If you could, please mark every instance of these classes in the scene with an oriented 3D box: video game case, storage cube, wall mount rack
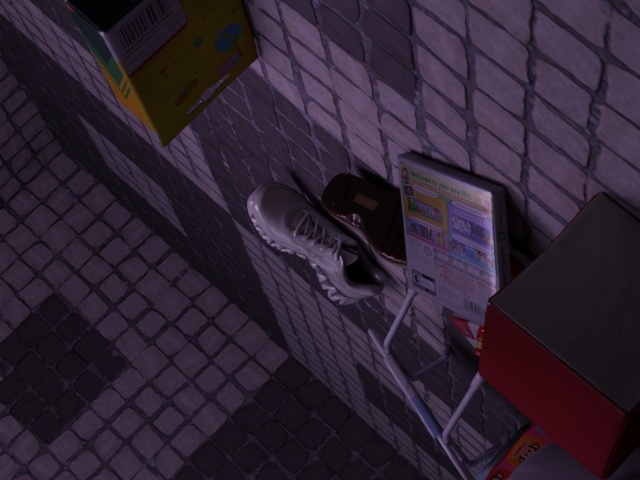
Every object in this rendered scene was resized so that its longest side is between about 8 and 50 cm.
[{"bbox_3d":[0.171,0.001,1.831,0.212,0.023,0.193,27,129,56],"label":"video game case"},{"bbox_3d":[0.301,0.104,1.527,0.215,0.184,0.193,41,161,22],"label":"storage cube"},{"bbox_3d":[0.200,0.232,2.402,0.350,0.130,0.304,56,180,32],"label":"wall mount rack"}]

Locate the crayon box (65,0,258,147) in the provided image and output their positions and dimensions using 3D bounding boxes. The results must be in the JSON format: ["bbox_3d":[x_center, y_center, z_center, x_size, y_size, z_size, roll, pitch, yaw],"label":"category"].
[{"bbox_3d":[-0.202,-0.278,1.925,0.081,0.202,0.318,41,167,22],"label":"crayon box"}]

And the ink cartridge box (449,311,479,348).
[{"bbox_3d":[0.285,0.155,2.064,0.175,0.072,0.127,49,167,-17],"label":"ink cartridge box"}]

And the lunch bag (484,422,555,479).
[{"bbox_3d":[0.365,0.432,2.205,0.258,0.293,0.120,26,160,47],"label":"lunch bag"}]

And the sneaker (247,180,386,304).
[{"bbox_3d":[0.000,0.000,2.472,0.292,0.110,0.118,41,163,-22],"label":"sneaker"}]

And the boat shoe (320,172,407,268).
[{"bbox_3d":[0.109,-0.020,2.069,0.095,0.095,0.257,37,-177,-42],"label":"boat shoe"}]

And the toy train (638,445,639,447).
[{"bbox_3d":[0.403,0.223,1.776,0.190,0.142,0.334,18,152,40],"label":"toy train"}]

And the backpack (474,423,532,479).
[{"bbox_3d":[0.353,0.431,2.497,0.166,0.188,0.144,47,168,-12],"label":"backpack"}]

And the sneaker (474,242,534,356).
[{"bbox_3d":[0.246,0.105,1.888,0.107,0.118,0.279,25,149,59],"label":"sneaker"}]

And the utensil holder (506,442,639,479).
[{"bbox_3d":[0.408,0.390,1.567,0.385,0.327,0.327,1,138,46],"label":"utensil holder"}]
